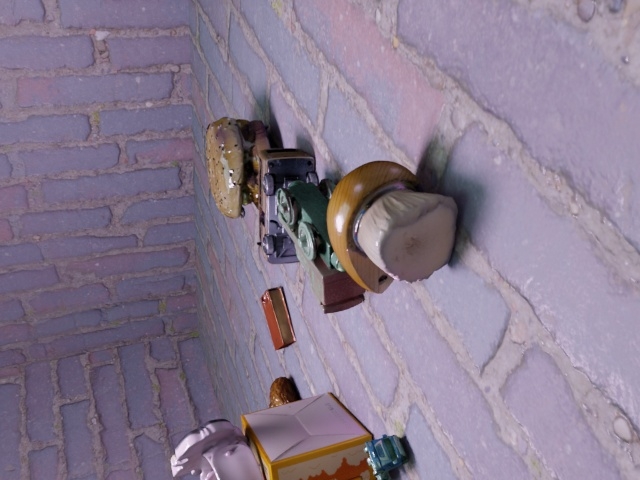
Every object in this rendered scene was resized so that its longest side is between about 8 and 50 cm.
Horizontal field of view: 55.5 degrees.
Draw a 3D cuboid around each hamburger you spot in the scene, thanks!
[{"bbox_3d":[-0.232,-0.208,1.839,0.318,0.195,0.277,122,137,-65],"label":"hamburger"}]

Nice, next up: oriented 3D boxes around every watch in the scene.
[{"bbox_3d":[-0.231,0.563,1.430,0.231,0.196,0.244,59,149,32],"label":"watch"}]

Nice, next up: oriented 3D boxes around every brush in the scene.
[{"bbox_3d":[0.119,0.008,1.022,0.166,0.174,0.267,48,151,41],"label":"brush"}]

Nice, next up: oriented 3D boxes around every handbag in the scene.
[{"bbox_3d":[-0.141,0.255,1.988,0.127,0.062,0.190,132,124,-66],"label":"handbag"}]

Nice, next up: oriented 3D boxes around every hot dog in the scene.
[{"bbox_3d":[-0.111,0.550,1.982,0.227,0.099,0.160,-118,28,-48],"label":"hot dog"}]

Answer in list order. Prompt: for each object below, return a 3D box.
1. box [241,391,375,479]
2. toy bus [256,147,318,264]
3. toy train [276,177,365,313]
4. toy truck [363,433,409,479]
[{"bbox_3d":[-0.035,0.553,1.527,0.283,0.259,0.214,-160,61,-68],"label":"box"},{"bbox_3d":[-0.095,-0.091,1.591,0.157,0.139,0.290,-130,37,-61],"label":"toy bus"},{"bbox_3d":[0.000,0.000,1.371,0.304,0.150,0.221,-123,25,-46],"label":"toy train"},{"bbox_3d":[0.144,0.475,1.303,0.175,0.081,0.067,76,173,-53],"label":"toy truck"}]
